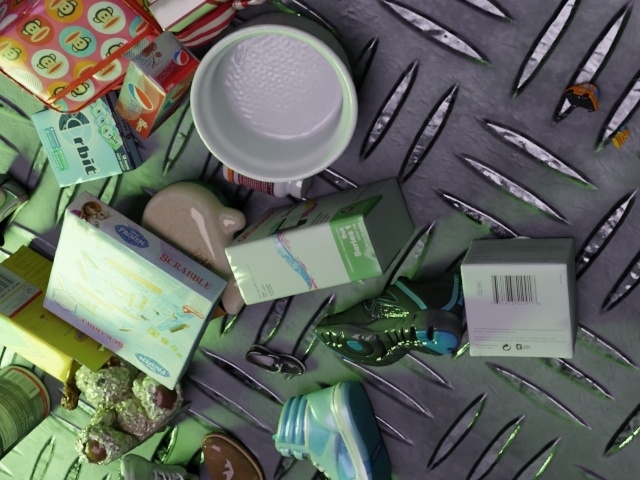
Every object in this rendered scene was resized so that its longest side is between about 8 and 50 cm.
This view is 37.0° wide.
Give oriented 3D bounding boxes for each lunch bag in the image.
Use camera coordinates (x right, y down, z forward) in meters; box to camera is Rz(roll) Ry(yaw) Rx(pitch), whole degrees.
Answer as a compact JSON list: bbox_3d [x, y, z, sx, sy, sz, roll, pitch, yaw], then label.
[{"bbox_3d":[-0.425,-0.363,1.719,0.293,0.120,0.258,-30,132,24],"label":"lunch bag"}]

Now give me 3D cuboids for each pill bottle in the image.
[{"bbox_3d":[-0.094,-0.128,1.746,0.152,0.086,0.086,19,118,13],"label":"pill bottle"},{"bbox_3d":[-0.746,0.413,2.126,0.161,0.283,0.161,8,115,18],"label":"pill bottle"}]

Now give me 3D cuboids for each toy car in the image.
[{"bbox_3d":[0.447,-0.206,1.541,0.040,0.060,0.122,-48,113,-12],"label":"toy car"}]

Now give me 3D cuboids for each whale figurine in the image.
[{"bbox_3d":[-0.210,0.006,1.818,0.216,0.141,0.272,-40,95,25],"label":"whale figurine"}]

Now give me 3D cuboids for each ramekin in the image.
[{"bbox_3d":[-0.072,-0.250,1.623,0.277,0.135,0.277,2,120,4],"label":"ramekin"}]

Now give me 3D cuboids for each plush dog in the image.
[{"bbox_3d":[-0.425,0.324,2.049,0.262,0.210,0.225,-39,80,3],"label":"plush dog"}]

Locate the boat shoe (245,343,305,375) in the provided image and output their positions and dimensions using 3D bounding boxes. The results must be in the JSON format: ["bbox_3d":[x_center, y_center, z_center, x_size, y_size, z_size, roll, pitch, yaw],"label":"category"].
[{"bbox_3d":[-0.093,0.249,1.941,0.125,0.038,0.046,23,119,11],"label":"boat shoe"}]

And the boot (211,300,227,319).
[{"bbox_3d":[-0.323,0.054,1.921,0.211,0.104,0.295,-27,103,22],"label":"boot"}]

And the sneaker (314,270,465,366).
[{"bbox_3d":[0.134,0.146,1.772,0.340,0.140,0.125,-11,139,43],"label":"sneaker"}]

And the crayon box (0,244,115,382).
[{"bbox_3d":[-0.553,0.161,1.984,0.318,0.202,0.081,31,126,7],"label":"crayon box"}]

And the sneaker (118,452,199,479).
[{"bbox_3d":[-0.347,0.515,2.050,0.118,0.292,0.110,-2,75,12],"label":"sneaker"}]

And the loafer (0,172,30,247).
[{"bbox_3d":[-0.701,-0.018,2.031,0.084,0.096,0.267,34,118,-2],"label":"loafer"}]

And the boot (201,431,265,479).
[{"bbox_3d":[-0.182,0.559,2.072,0.112,0.115,0.305,-17,104,28],"label":"boot"}]

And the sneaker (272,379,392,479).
[{"bbox_3d":[0.019,0.442,1.937,0.208,0.127,0.319,-12,98,23],"label":"sneaker"}]

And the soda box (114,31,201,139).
[{"bbox_3d":[-0.289,-0.267,1.676,0.083,0.092,0.263,45,161,-5],"label":"soda box"}]

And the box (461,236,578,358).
[{"bbox_3d":[0.348,0.098,1.656,0.181,0.119,0.182,-1,113,22],"label":"box"}]

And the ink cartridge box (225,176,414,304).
[{"bbox_3d":[0.000,0.000,1.699,0.278,0.201,0.117,-14,106,26],"label":"ink cartridge box"}]

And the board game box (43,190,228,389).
[{"bbox_3d":[-0.363,0.104,1.832,0.318,0.066,0.318,33,136,2],"label":"board game box"}]

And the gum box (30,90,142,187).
[{"bbox_3d":[-0.461,-0.198,1.884,0.184,0.041,0.157,-10,108,25],"label":"gum box"}]

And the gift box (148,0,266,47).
[{"bbox_3d":[-0.172,-0.479,1.535,0.255,0.276,0.258,-31,96,16],"label":"gift box"}]
